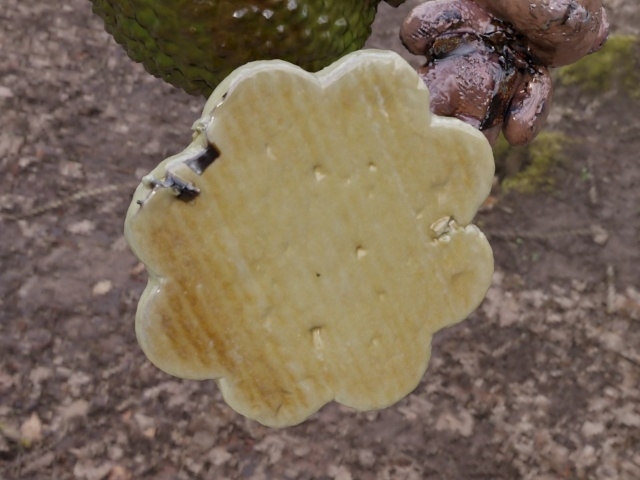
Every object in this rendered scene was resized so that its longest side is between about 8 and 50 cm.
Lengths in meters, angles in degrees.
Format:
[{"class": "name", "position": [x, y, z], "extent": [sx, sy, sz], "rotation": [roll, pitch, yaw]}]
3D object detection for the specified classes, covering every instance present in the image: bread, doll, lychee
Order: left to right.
[{"class": "lychee", "position": [-0.058, -0.247, 0.960], "extent": [0.320, 0.270, 0.270], "rotation": [27, 29, 15]}, {"class": "bread", "position": [0.000, 0.000, 0.831], "extent": [0.316, 0.316, 0.054], "rotation": [5, 12, -26]}, {"class": "doll", "position": [0.188, -0.188, 1.105], "extent": [0.201, 0.303, 0.156], "rotation": [38, -16, -19]}]
